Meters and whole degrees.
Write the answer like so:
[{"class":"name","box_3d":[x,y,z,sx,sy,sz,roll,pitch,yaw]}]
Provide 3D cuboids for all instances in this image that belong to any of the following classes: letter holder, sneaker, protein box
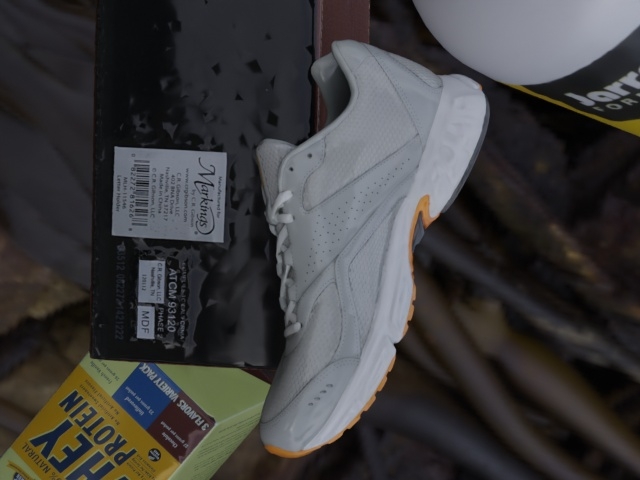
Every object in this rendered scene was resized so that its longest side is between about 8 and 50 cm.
[{"class":"letter holder","box_3d":[-0.053,-0.074,1.286,0.214,0.152,0.302,-17,109,-77]},{"class":"sneaker","box_3d":[0.000,0.000,1.126,0.121,0.099,0.262,25,76,-16]},{"class":"protein box","box_3d":[-0.174,0.185,1.757,0.201,0.136,0.200,-50,170,14]}]

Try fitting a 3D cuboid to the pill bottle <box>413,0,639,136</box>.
[{"class":"pill bottle","box_3d":[0.153,-0.127,0.703,0.333,0.188,0.188,17,89,-27]}]
